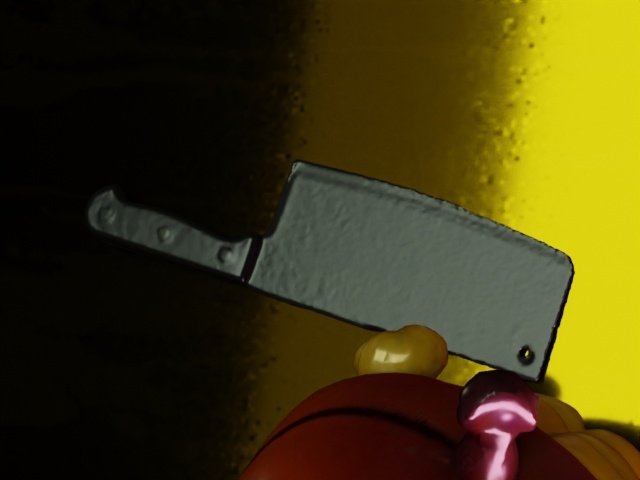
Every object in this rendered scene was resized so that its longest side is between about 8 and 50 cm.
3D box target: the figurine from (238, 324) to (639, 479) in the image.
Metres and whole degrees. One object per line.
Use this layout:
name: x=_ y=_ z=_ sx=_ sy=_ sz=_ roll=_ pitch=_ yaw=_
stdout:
figurine: x=0.035 y=0.191 z=0.790 sx=0.320 sy=0.196 sz=0.323 roll=33 pitch=103 yaw=27

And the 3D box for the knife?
knife: x=0.000 y=0.000 z=0.931 sx=0.245 sy=0.019 sz=0.072 roll=16 pitch=83 yaw=19
